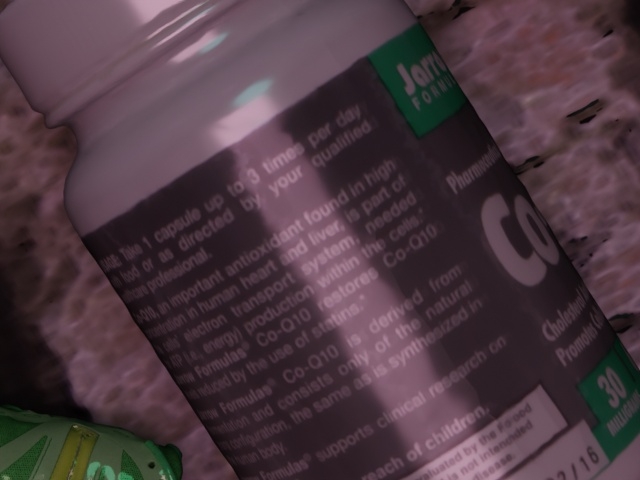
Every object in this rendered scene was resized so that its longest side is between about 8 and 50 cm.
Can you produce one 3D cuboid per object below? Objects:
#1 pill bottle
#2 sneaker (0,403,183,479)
[{"bbox_3d":[0.000,0.000,1.006,0.204,0.204,0.361,-33,95,4],"label":"pill bottle"},{"bbox_3d":[-0.140,0.142,1.087,0.295,0.109,0.123,46,72,-2],"label":"sneaker"}]
